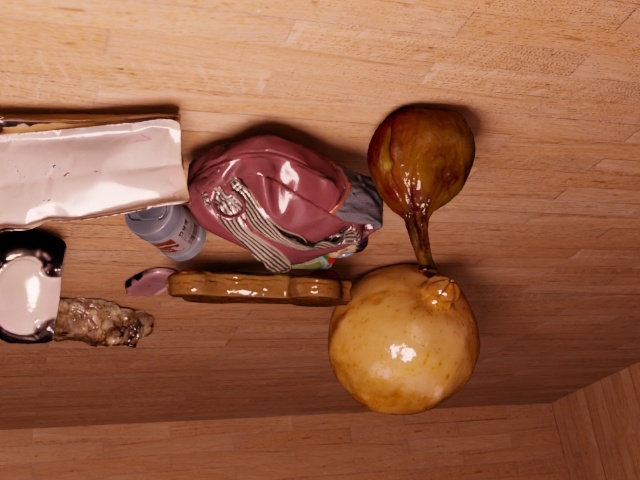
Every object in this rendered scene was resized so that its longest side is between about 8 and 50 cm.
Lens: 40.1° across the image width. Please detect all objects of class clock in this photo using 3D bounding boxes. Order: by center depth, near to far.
[{"bbox_3d":[0.000,0.000,1.845,0.196,0.100,0.194,-4,161,-4],"label":"clock"}]

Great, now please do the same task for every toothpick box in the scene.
[{"bbox_3d":[-0.293,-0.030,1.673,0.101,0.101,0.153,-14,156,13],"label":"toothpick box"}]

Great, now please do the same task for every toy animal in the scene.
[{"bbox_3d":[-0.654,0.087,1.672,0.310,0.250,0.251,8,153,-17],"label":"toy animal"}]

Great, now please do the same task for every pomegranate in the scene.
[{"bbox_3d":[0.211,0.220,2.103,0.410,0.410,0.410,-7,157,-3],"label":"pomegranate"}]

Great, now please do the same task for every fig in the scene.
[{"bbox_3d":[0.169,-0.101,1.461,0.191,0.290,0.190,3,133,3],"label":"fig"}]

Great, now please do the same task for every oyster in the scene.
[{"bbox_3d":[-0.601,0.217,2.150,0.204,0.111,0.396,-19,158,32],"label":"oyster"}]

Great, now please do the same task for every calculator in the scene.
[{"bbox_3d":[-0.396,0.101,2.040,0.103,0.024,0.166,12,149,-38],"label":"calculator"}]

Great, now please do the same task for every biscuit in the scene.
[{"bbox_3d":[-0.125,0.102,1.971,0.394,0.076,0.368,1,173,2],"label":"biscuit"}]

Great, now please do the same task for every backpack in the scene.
[{"bbox_3d":[-0.078,-0.068,1.532,0.283,0.197,0.317,-21,151,35],"label":"backpack"}]

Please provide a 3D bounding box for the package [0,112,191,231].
[{"bbox_3d":[-0.372,-0.134,1.391,0.311,0.165,0.221,-7,-161,-10],"label":"package"}]
